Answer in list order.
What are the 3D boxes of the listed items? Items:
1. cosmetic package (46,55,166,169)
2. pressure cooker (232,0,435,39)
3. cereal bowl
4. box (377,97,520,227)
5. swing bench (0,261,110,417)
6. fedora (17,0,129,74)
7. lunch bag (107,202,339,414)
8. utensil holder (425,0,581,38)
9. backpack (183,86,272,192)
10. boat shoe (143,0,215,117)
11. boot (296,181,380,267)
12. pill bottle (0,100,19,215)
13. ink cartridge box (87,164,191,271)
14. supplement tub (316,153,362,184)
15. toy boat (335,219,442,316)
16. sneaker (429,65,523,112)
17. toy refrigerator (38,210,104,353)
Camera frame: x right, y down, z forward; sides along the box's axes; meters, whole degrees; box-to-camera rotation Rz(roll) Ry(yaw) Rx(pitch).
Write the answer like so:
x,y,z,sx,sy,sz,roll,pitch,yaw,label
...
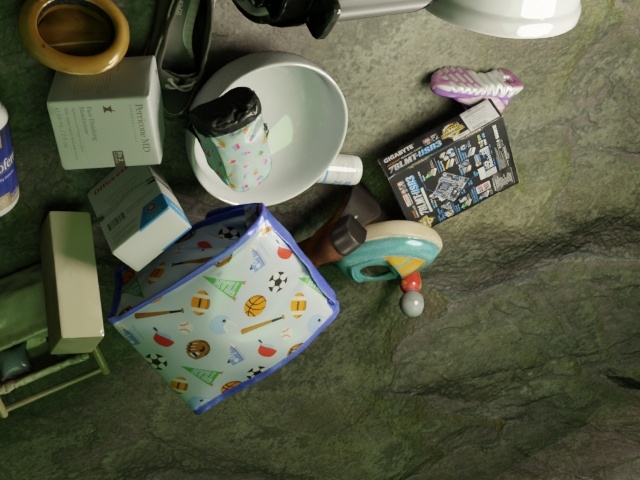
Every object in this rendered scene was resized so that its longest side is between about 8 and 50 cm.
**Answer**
x,y,z,sx,sy,sz,roll,pitch,yaw,label
-0.391,-0.238,1.790,0.183,0.151,0.151,-4,131,0,cosmetic package
-0.006,-0.550,1.611,0.420,0.370,0.376,-14,120,-28,pressure cooker
-0.122,-0.242,1.975,0.338,0.141,0.339,-15,132,-17,cereal bowl
0.306,-0.163,2.265,0.293,0.073,0.295,-27,147,5,box
-0.621,0.201,2.056,0.253,0.165,0.255,-23,134,-9,swing bench
-0.441,-0.363,1.718,0.194,0.194,0.079,-6,165,-24,fedora
-0.194,0.124,2.039,0.385,0.239,0.328,-30,123,12,lunch bag
0.370,-0.620,1.803,0.327,0.328,0.386,-9,129,-23,utensil holder
-0.165,-0.182,1.823,0.151,0.115,0.182,-24,137,-13,backpack
-0.266,-0.366,1.824,0.112,0.095,0.335,-5,128,-25,boat shoe
0.000,0.000,2.244,0.280,0.264,0.096,-32,116,30,boot
-0.635,-0.177,1.740,0.153,0.153,0.265,-12,131,-20,pill bottle
-0.368,-0.062,1.948,0.148,0.203,0.086,-39,137,6,ink cartridge box
0.033,-0.161,2.177,0.107,0.071,0.071,3,125,-29,supplement tub
0.186,0.070,2.365,0.267,0.148,0.318,-12,150,19,toy boat
0.347,-0.330,2.199,0.236,0.095,0.105,-2,135,-29,sneaker
-0.498,0.084,1.940,0.094,0.270,0.102,0,155,-29,toy refrigerator
